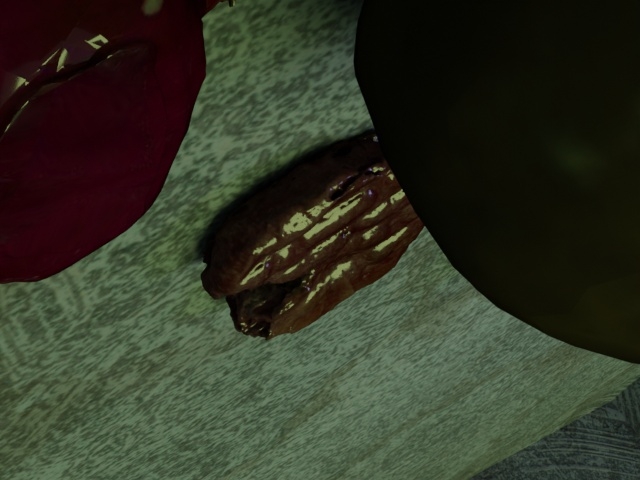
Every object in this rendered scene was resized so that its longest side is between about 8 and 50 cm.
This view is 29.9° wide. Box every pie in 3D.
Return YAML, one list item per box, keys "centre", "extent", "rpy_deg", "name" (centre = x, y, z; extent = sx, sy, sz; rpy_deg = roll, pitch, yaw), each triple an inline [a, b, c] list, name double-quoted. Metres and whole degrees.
- centre: [0.000, 0.000, 0.934]
  extent: [0.204, 0.054, 0.218]
  rpy_deg: [-29, 157, -17]
  name: "pie"

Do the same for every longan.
- centre: [0.207, -0.104, 0.600]
  extent: [0.405, 0.336, 0.404]
  rpy_deg: [-21, 163, -6]
  name: "longan"

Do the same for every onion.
- centre: [-0.103, -0.077, 0.485]
  extent: [0.218, 0.140, 0.195]
  rpy_deg: [-25, 152, -35]
  name: "onion"
